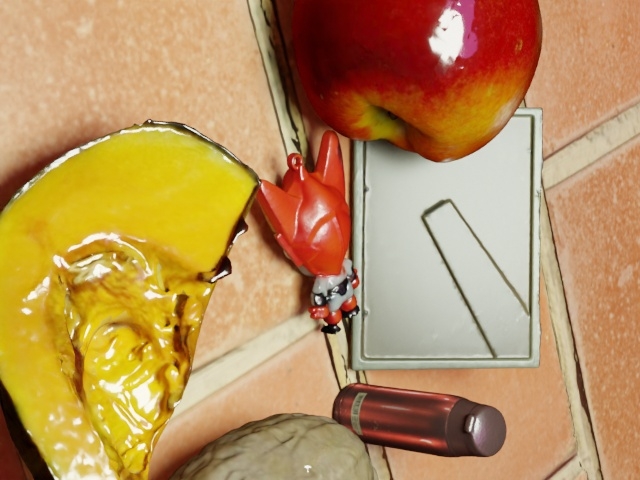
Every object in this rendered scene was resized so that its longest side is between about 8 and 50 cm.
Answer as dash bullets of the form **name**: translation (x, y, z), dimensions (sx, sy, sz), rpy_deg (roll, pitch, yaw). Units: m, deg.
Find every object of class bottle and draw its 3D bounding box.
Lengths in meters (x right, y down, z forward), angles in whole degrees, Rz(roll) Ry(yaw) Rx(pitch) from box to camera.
- **bottle**: translation (0.090, 0.162, 1.169), dimensions (0.060, 0.164, 0.060), rpy_deg (-2, 92, -46)

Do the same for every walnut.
- **walnut**: translation (-0.039, 0.228, 1.048), dimensions (0.230, 0.178, 0.178), rpy_deg (-34, 115, -44)

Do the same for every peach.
- **peach**: translation (0.092, -0.192, 1.127), dimensions (0.243, 0.199, 0.243), rpy_deg (1, 87, -32)

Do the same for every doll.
- **doll**: translation (0.000, 0.000, 1.148), dimensions (0.109, 0.057, 0.169), rpy_deg (-38, 116, -40)

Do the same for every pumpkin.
- **pumpkin**: translation (-0.175, 0.068, 0.948), dimensions (0.169, 0.148, 0.312), rpy_deg (23, 62, -11)

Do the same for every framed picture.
- **framed picture**: translation (0.118, -0.003, 1.223), dimensions (0.184, 0.016, 0.250), rpy_deg (-1, 92, -7)

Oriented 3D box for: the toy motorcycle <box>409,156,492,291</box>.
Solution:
- **toy motorcycle**: translation (0.143, -0.024, 1.280), dimensions (0.122, 0.080, 0.215), rpy_deg (46, 65, -36)
